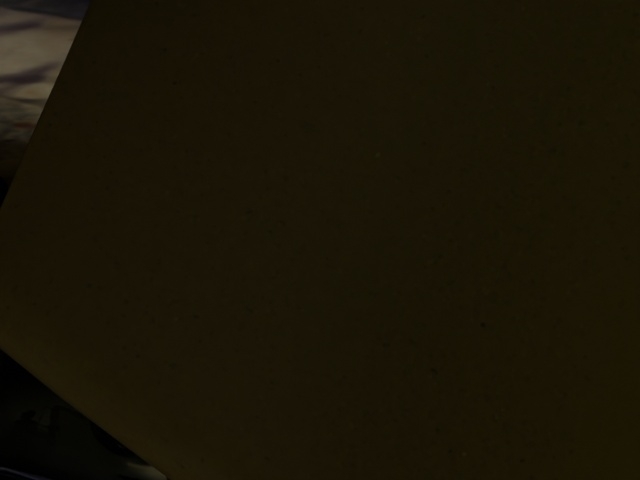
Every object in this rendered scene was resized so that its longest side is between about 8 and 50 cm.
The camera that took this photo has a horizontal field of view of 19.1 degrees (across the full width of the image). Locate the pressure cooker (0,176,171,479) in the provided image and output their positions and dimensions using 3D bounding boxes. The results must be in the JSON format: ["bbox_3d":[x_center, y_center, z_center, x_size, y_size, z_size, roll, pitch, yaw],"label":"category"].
[{"bbox_3d":[-0.141,0.166,0.860,0.420,0.375,0.370,-16,176,39],"label":"pressure cooker"}]

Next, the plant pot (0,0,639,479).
[{"bbox_3d":[0.029,-0.003,0.507,0.187,0.212,0.212,21,171,6],"label":"plant pot"}]
